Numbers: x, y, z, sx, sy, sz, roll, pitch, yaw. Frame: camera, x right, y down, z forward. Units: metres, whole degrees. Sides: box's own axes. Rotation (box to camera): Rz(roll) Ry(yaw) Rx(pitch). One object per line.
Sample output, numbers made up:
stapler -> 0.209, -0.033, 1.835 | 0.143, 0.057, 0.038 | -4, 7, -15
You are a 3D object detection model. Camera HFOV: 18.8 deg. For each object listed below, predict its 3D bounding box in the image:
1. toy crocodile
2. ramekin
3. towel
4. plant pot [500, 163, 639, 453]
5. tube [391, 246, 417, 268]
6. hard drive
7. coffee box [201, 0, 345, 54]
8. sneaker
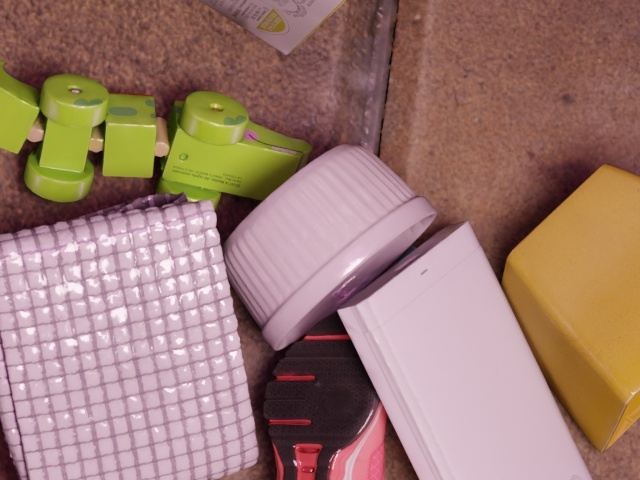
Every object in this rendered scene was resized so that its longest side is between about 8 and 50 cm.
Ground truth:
toy crocodile -> -0.178, -0.102, 1.880 | 0.340, 0.105, 0.115 | 8, 123, -12
ramekin -> 0.000, 0.000, 1.853 | 0.207, 0.207, 0.109 | -39, 83, -14
towel -> -0.198, 0.104, 1.814 | 0.235, 0.121, 0.283 | -14, 105, -12
plant pot -> 0.294, 0.053, 1.909 | 0.212, 0.212, 0.187 | -42, 74, -13
tube -> 0.045, 0.100, 1.929 | 0.080, 0.052, 0.207 | 40, 84, 1
hard drive -> 0.147, 0.158, 1.870 | 0.203, 0.040, 0.307 | -35, 102, -46
coffee box -> -0.050, -0.424, 1.820 | 0.334, 0.338, 0.337 | 31, 78, -7
sneaker -> 0.010, 0.223, 1.871 | 0.116, 0.136, 0.314 | 5, 74, 20
